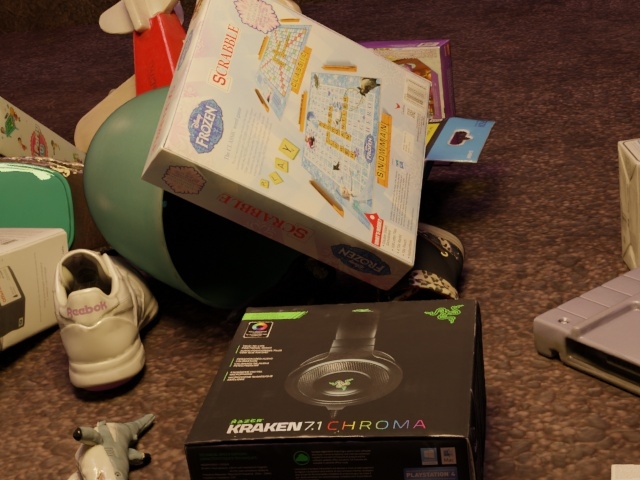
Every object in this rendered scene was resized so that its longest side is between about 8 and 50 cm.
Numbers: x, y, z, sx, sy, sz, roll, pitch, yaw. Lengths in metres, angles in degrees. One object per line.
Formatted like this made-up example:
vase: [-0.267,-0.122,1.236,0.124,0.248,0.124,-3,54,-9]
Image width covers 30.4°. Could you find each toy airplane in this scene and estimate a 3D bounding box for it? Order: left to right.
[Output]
toy airplane: [-0.231,-0.264,2.011,0.386,0.384,0.272,25,-1,42]

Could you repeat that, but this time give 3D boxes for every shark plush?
shark plush: [-0.207,0.223,1.207,0.067,0.073,0.161,16,5,8]

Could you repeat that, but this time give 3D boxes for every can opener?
can opener: [-0.046,0.073,1.491,0.059,0.073,0.186,41,43,10]

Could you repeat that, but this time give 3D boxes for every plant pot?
plant pot: [-0.173,-0.077,1.562,0.235,0.293,0.293,14,31,42]

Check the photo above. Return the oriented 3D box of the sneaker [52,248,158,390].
sneaker: [-0.266,0.061,1.453,0.114,0.152,0.305,-13,21,-6]

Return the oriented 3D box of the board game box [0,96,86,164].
board game box: [-0.546,-0.136,1.901,0.224,0.097,0.303,-4,-14,14]

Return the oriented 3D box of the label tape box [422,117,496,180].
label tape box: [0.080,-0.102,1.777,0.348,0.115,0.249,0,20,14]

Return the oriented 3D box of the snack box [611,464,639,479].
snack box: [0.344,0.220,1.019,0.178,0.022,0.064,-2,22,15]

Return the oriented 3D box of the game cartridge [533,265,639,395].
game cartridge: [0.428,0.107,1.226,0.230,0.068,0.355,-26,28,-29]

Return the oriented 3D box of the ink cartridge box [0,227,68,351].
ink cartridge box: [-0.484,0.072,1.455,0.223,0.129,0.307,1,12,20]

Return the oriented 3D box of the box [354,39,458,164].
box: [0.081,-0.232,1.984,0.293,0.201,0.057,4,23,25]

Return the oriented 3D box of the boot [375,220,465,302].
boot: [0.068,0.026,1.449,0.236,0.085,0.178,15,25,-3]

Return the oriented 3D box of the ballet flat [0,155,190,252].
ballet flat: [-0.352,-0.048,1.790,0.483,0.164,0.182,-3,0,-2]

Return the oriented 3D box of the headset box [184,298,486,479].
headset box: [0.031,0.167,1.114,0.246,0.131,0.283,-3,22,11]

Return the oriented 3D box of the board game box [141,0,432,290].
board game box: [-0.025,-0.135,1.396,0.318,0.066,0.318,26,47,-17]

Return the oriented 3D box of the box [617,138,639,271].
box: [0.519,-0.053,1.436,0.290,0.169,0.087,-7,22,0]
